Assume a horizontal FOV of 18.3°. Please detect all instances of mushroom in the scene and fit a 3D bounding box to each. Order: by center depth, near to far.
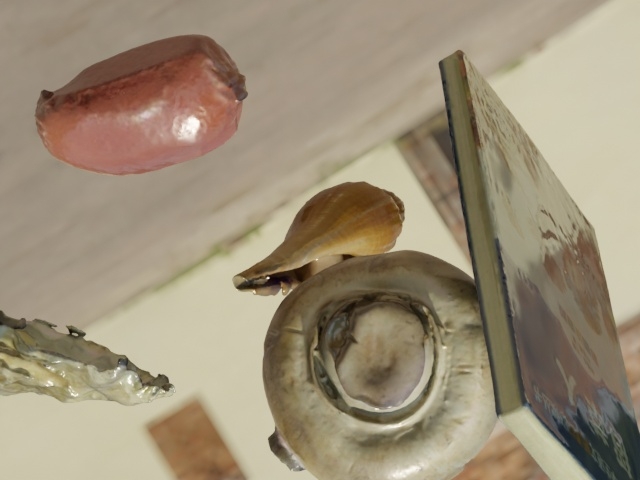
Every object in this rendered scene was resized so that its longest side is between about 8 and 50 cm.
[{"bbox_3d":[0.058,0.131,1.903,0.255,0.255,0.184,-32,174,-3],"label":"mushroom"}]

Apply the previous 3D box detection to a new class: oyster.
[{"bbox_3d":[-0.216,0.097,1.553,0.133,0.209,0.072,-83,-166,-89],"label":"oyster"}]

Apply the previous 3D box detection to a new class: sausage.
[{"bbox_3d":[-0.197,-0.152,2.259,0.254,0.148,0.148,-17,-176,25],"label":"sausage"}]

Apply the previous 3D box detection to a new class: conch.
[{"bbox_3d":[-0.003,-0.004,2.151,0.330,0.093,0.109,-18,154,-49],"label":"conch"}]

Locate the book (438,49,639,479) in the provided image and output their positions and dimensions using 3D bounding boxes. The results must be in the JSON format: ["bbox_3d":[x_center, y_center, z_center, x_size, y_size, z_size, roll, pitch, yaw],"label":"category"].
[{"bbox_3d":[0.205,0.063,1.768,0.039,0.300,0.428,-24,-136,18],"label":"book"}]
